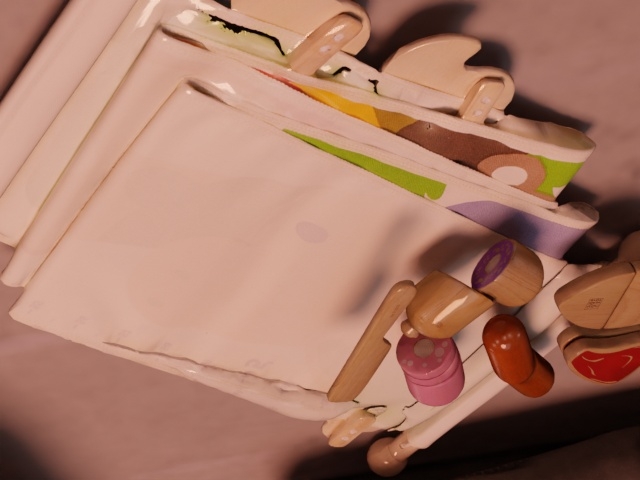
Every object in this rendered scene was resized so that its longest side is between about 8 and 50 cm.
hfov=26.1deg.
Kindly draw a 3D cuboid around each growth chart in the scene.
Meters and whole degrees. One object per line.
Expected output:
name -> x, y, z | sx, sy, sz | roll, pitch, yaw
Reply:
growth chart -> 0.000, 0.000, 0.427 | 0.237, 0.021, 0.172 | 28, 125, -36

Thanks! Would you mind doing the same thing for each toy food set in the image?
toy food set -> 0.063, 0.028, 0.444 | 0.122, 0.019, 0.078 | 3, 136, -27

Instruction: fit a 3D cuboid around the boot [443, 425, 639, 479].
boot -> 0.084, 0.096, 0.505 | 0.208, 0.076, 0.190 | -7, 148, -2
